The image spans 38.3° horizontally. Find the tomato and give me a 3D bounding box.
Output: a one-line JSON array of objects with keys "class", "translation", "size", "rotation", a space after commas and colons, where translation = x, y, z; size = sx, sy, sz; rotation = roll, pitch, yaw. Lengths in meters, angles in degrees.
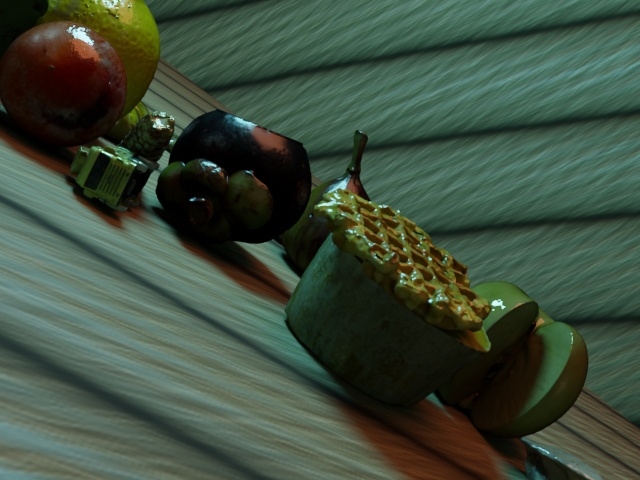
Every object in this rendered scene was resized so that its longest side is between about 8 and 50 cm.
[{"class": "tomato", "translation": [-0.422, -0.255, 1.520], "size": [0.208, 0.208, 0.184], "rotation": [31, 14, -29]}]

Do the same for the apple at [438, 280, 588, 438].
[{"class": "apple", "translation": [0.347, 0.224, 1.724], "size": [0.292, 0.254, 0.292], "rotation": [38, 8, -6]}]

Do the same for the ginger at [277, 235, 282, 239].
[{"class": "ginger", "translation": [-0.067, -0.021, 2.104], "size": [0.165, 0.067, 0.096], "rotation": [38, 7, -13]}]

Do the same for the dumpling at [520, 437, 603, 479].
[{"class": "dumpling", "translation": [0.393, 0.390, 1.533], "size": [0.150, 0.092, 0.176], "rotation": [38, 7, -2]}]

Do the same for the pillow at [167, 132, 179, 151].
[{"class": "pillow", "translation": [-0.335, -0.222, 2.242], "size": [0.203, 0.038, 0.113], "rotation": [38, 9, 20]}]

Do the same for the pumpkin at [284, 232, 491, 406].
[{"class": "pumpkin", "translation": [0.103, 0.136, 1.539], "size": [0.332, 0.199, 0.332], "rotation": [34, 17, -12]}]

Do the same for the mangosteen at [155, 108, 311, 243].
[{"class": "mangosteen", "translation": [-0.154, -0.107, 1.655], "size": [0.287, 0.233, 0.287], "rotation": [29, 8, -5]}]

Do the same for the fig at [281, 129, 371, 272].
[{"class": "fig", "translation": [0.035, -0.078, 1.949], "size": [0.217, 0.321, 0.217], "rotation": [13, 8, -2]}]

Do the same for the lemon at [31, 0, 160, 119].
[{"class": "lemon", "translation": [-0.431, -0.356, 1.722], "size": [0.258, 0.310, 0.258], "rotation": [30, 27, -17]}]

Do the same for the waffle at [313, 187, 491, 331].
[{"class": "waffle", "translation": [0.133, 0.032, 1.417], "size": [0.325, 0.068, 0.302], "rotation": [49, 18, 29]}]

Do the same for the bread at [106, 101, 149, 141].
[{"class": "bread", "translation": [-0.455, -0.293, 1.952], "size": [0.213, 0.105, 0.213], "rotation": [34, 12, -8]}]

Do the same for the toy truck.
[{"class": "toy truck", "translation": [-0.334, -0.111, 1.474], "size": [0.116, 0.085, 0.191], "rotation": [27, 5, -4]}]

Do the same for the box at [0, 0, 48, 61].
[{"class": "box", "translation": [-0.639, -0.427, 1.541], "size": [0.328, 0.253, 0.178], "rotation": [23, 29, -54]}]

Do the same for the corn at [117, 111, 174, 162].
[{"class": "corn", "translation": [-0.305, -0.167, 1.601], "size": [0.079, 0.079, 0.237], "rotation": [33, -27, -15]}]
